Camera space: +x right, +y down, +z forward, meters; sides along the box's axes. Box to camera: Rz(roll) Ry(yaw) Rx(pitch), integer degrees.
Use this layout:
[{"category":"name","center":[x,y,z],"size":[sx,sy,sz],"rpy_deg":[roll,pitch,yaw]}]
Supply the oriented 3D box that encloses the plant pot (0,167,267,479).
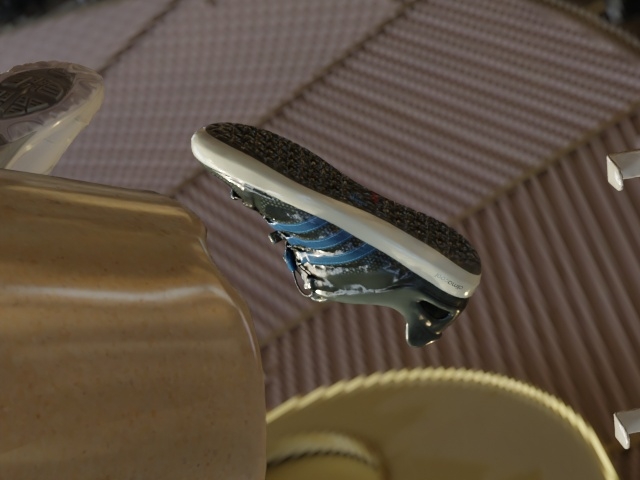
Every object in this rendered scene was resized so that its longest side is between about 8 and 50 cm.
[{"category":"plant pot","center":[-0.206,0.084,0.814],"size":[0.305,0.334,0.334],"rpy_deg":[-1,-171,-35]}]

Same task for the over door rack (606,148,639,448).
[{"category":"over door rack","center":[0.317,0.084,1.198],"size":[0.108,0.239,0.324],"rpy_deg":[-14,-155,-19]}]

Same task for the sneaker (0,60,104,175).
[{"category":"sneaker","center":[-0.273,-0.064,1.560],"size":[0.090,0.115,0.232],"rpy_deg":[28,-123,27]}]

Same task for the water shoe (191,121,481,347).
[{"category":"water shoe","center":[0.000,0.000,1.126],"size":[0.080,0.203,0.073],"rpy_deg":[-61,-178,20]}]
